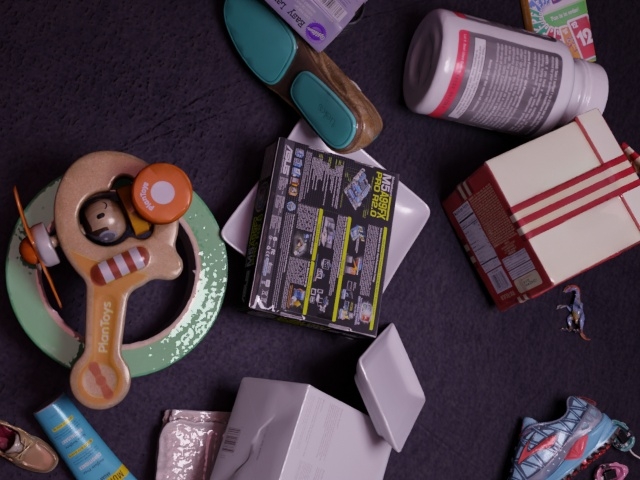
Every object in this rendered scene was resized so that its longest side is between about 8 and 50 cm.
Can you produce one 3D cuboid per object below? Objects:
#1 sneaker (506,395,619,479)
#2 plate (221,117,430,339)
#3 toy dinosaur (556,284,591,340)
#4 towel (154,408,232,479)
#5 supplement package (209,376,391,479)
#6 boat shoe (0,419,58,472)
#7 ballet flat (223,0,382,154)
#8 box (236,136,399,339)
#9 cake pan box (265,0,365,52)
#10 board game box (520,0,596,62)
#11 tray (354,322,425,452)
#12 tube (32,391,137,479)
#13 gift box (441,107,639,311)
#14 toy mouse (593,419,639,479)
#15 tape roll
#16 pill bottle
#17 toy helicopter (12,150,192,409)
[{"bbox_3d":[0.371,0.364,1.558,0.262,0.104,0.125,-35,63,-8],"label":"sneaker"},{"bbox_3d":[0.011,-0.027,1.480,0.277,0.045,0.278,39,67,-14],"label":"plate"},{"bbox_3d":[0.452,0.124,1.636,0.090,0.047,0.082,39,61,-44],"label":"toy dinosaur"},{"bbox_3d":[-0.162,0.399,1.393,0.187,0.049,0.282,4,83,-17],"label":"towel"},{"bbox_3d":[-0.028,0.328,1.345,0.203,0.149,0.194,34,66,-39],"label":"supplement package"},{"bbox_3d":[-0.440,0.295,1.317,0.135,0.045,0.050,30,76,-12],"label":"boat shoe"},{"bbox_3d":[-0.019,-0.273,1.466,0.342,0.116,0.124,48,32,19],"label":"ballet flat"},{"bbox_3d":[0.000,0.000,1.412,0.216,0.060,0.270,15,75,-24],"label":"box"},{"bbox_3d":[-0.031,-0.444,1.456,0.267,0.070,0.246,42,40,-10],"label":"cake pan box"},{"bbox_3d":[0.426,-0.448,1.685,0.124,0.039,0.259,-8,84,-19],"label":"board game box"},{"bbox_3d":[0.104,0.220,1.410,0.030,0.270,0.145,-24,90,16],"label":"tray"},{"bbox_3d":[-0.341,0.320,1.349,0.080,0.052,0.207,-35,101,-11],"label":"tube"},{"bbox_3d":[0.392,-0.030,1.516,0.258,0.255,0.276,-26,86,-17],"label":"gift box"},{"bbox_3d":[0.511,0.375,1.619,0.143,0.031,0.161,10,81,-16],"label":"toy mouse"},{"bbox_3d":[-0.303,0.045,1.374,0.321,0.077,0.321,2,83,-18],"label":"tape roll"},{"bbox_3d":[0.315,-0.271,1.553,0.318,0.176,0.176,10,81,-16],"label":"pill bottle"},{"bbox_3d":[-0.309,0.052,1.262,0.235,0.140,0.355,5,85,-15],"label":"toy helicopter"}]
